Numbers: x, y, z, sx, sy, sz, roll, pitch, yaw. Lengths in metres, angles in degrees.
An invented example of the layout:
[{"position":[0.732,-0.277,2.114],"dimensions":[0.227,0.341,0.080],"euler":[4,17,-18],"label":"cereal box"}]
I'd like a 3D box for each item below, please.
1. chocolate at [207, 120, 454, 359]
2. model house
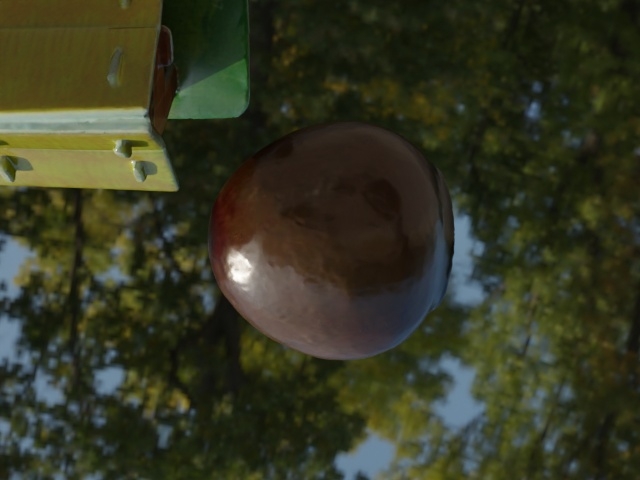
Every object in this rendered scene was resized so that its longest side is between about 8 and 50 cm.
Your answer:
[{"position":[0.000,0.000,0.928],"dimensions":[0.177,0.176,0.176],"euler":[12,-155,-6],"label":"chocolate"},{"position":[-0.214,-0.198,1.011],"dimensions":[0.301,0.340,0.323],"euler":[0,-155,1],"label":"model house"}]
